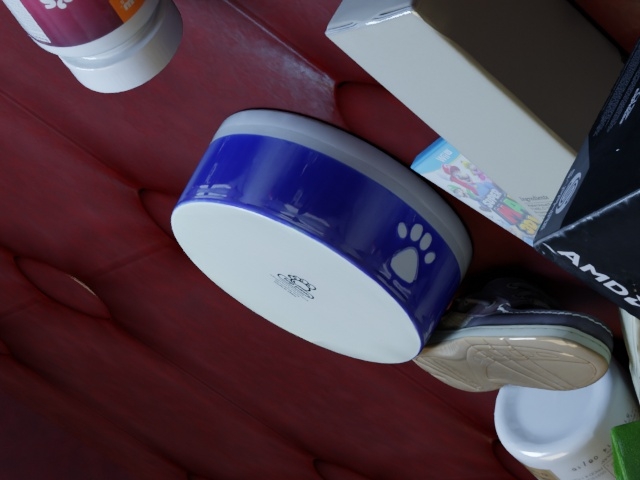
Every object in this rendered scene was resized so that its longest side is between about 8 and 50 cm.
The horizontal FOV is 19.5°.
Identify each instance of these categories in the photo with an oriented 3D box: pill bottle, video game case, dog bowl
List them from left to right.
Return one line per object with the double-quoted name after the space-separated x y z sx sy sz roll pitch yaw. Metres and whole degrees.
-0.194 -0.218 1.428 0.121 0.121 0.221 16 156 32 "pill bottle"
0.000 0.000 1.703 0.265 0.104 0.265 25 159 10 "dog bowl"
0.165 -0.036 1.529 0.166 0.015 0.119 33 160 -8 "video game case"
0.275 0.201 1.767 0.131 0.131 0.229 7 153 45 "pill bottle"

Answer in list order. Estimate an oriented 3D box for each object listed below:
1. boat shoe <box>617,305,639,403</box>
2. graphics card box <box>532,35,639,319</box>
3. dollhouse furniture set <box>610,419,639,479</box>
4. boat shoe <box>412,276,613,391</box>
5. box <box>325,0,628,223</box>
0.299 0.089 1.589 0.079 0.084 0.233 -16 138 8 "boat shoe"
0.261 -0.104 0.937 0.094 0.232 0.371 33 158 -10 "graphics card box"
0.374 0.271 1.640 0.198 0.151 0.301 -14 145 2 "dollhouse furniture set"
0.173 0.078 1.671 0.103 0.092 0.285 30 163 -16 "boat shoe"
0.145 -0.101 1.291 0.275 0.094 0.113 40 157 -25 "box"
